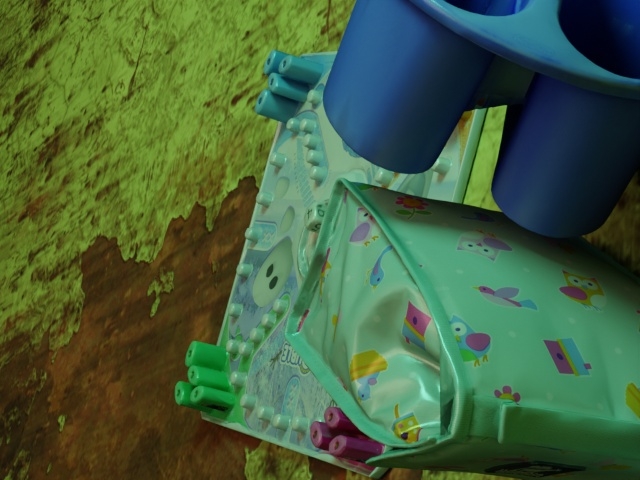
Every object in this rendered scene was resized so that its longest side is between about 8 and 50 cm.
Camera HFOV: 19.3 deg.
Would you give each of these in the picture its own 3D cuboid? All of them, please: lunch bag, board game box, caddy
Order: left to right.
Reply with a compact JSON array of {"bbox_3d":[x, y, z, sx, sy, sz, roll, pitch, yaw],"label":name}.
[{"bbox_3d":[0.000,0.000,1.757,0.390,0.050,0.390,7,80,63],"label":"board game box"},{"bbox_3d":[0.126,0.082,1.273,0.262,0.223,0.160,49,124,58],"label":"lunch bag"},{"bbox_3d":[0.142,-0.154,1.325,0.341,0.241,0.179,-72,4,-63],"label":"caddy"}]
